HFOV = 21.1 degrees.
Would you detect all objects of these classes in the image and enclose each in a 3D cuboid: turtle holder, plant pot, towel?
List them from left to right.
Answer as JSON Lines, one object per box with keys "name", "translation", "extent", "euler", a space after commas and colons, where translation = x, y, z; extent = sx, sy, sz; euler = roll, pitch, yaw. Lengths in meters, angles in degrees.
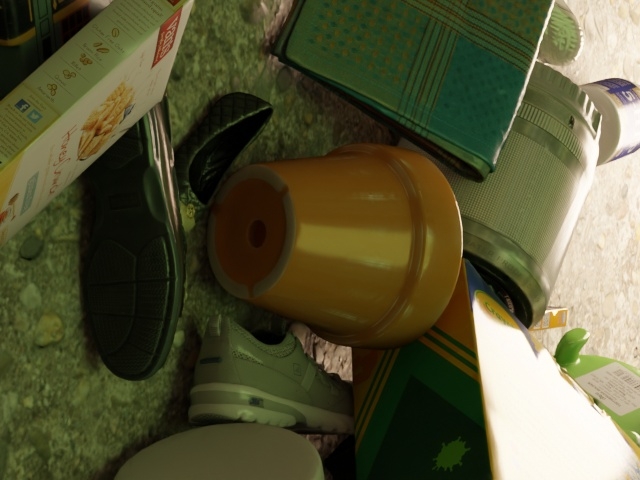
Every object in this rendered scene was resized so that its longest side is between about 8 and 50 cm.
{"name": "plant pot", "translation": [0.000, 0.000, 1.659], "extent": [0.188, 0.205, 0.205], "euler": [7, 90, -43]}
{"name": "towel", "translation": [0.122, -0.272, 1.808], "extent": [0.271, 0.040, 0.370], "euler": [30, 63, -17]}
{"name": "turtle holder", "translation": [0.317, 0.286, 2.180], "extent": [0.320, 0.243, 0.227], "euler": [-52, 155, -54]}

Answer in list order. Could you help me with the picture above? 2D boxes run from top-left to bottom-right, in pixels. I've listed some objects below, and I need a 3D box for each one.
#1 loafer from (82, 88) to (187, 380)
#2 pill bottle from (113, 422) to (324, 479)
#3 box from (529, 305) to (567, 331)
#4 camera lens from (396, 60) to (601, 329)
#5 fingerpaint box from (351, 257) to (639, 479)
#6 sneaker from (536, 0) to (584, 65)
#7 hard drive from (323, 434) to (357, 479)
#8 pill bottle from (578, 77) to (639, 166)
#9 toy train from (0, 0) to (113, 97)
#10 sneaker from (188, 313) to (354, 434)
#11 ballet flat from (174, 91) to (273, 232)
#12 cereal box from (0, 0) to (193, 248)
{"name": "loafer", "translation": [-0.150, -0.015, 1.488], "extent": [0.084, 0.096, 0.268], "euler": [-23, 113, -62]}
{"name": "pill bottle", "translation": [-0.068, 0.382, 1.566], "extent": [0.224, 0.224, 0.392], "euler": [-37, 125, -51]}
{"name": "box", "translation": [0.259, 0.096, 2.195], "extent": [0.136, 0.081, 0.028], "euler": [2, 93, -59]}
{"name": "camera lens", "translation": [0.176, -0.043, 1.898], "extent": [0.219, 0.219, 0.274], "euler": [57, 48, -47]}
{"name": "fingerpaint box", "translation": [0.221, 0.300, 1.732], "extent": [0.445, 0.163, 0.371], "euler": [45, 25, -29]}
{"name": "sneaker", "translation": [0.245, -0.310, 2.122], "extent": [0.085, 0.086, 0.237], "euler": [-43, 124, -10]}
{"name": "hard drive", "translation": [0.138, 0.274, 1.889], "extent": [0.237, 0.064, 0.339], "euler": [58, 25, -2]}
{"name": "pill bottle", "translation": [0.391, -0.164, 2.340], "extent": [0.186, 0.112, 0.112], "euler": [-20, 112, -57]}
{"name": "toy train", "translation": [-0.194, -0.250, 1.341], "extent": [0.334, 0.142, 0.190], "euler": [-46, 145, -48]}
{"name": "sneaker", "translation": [-0.027, 0.134, 1.705], "extent": [0.281, 0.105, 0.115], "euler": [18, 71, -62]}
{"name": "ballet flat", "translation": [-0.100, -0.076, 1.597], "extent": [0.173, 0.049, 0.057], "euler": [-62, 142, -32]}
{"name": "cereal box", "translation": [-0.198, -0.086, 1.297], "extent": [0.240, 0.047, 0.173], "euler": [-46, 174, -27]}
